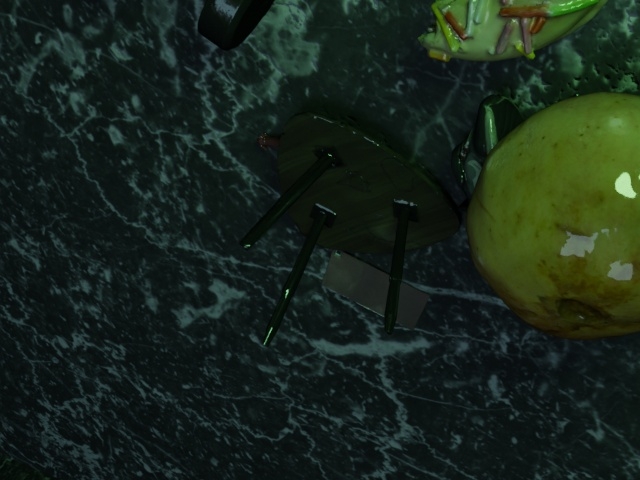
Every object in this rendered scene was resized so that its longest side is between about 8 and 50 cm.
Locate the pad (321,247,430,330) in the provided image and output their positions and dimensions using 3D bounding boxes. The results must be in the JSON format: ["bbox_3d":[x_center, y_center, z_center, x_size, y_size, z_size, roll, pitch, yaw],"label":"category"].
[{"bbox_3d":[0.095,0.086,1.779,0.187,0.006,0.113,27,139,8],"label":"pad"}]

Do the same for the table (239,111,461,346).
[{"bbox_3d":[0.000,0.000,1.537,0.317,0.249,0.317,18,144,13],"label":"table"}]

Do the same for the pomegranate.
[{"bbox_3d":[0.348,-0.044,1.263,0.338,0.338,0.338,19,138,18],"label":"pomegranate"}]

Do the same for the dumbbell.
[{"bbox_3d":[-0.172,-0.380,1.382,0.218,0.152,0.152,35,141,0],"label":"dumbbell"}]

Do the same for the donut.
[{"bbox_3d":[0.195,-0.368,1.136,0.307,0.150,0.371,-3,127,37],"label":"donut"}]

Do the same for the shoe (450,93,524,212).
[{"bbox_3d":[0.232,-0.104,1.425,0.112,0.099,0.227,12,137,36],"label":"shoe"}]

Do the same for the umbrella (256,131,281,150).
[{"bbox_3d":[-0.034,-0.155,1.612,0.165,0.025,0.027,8,153,33],"label":"umbrella"}]
